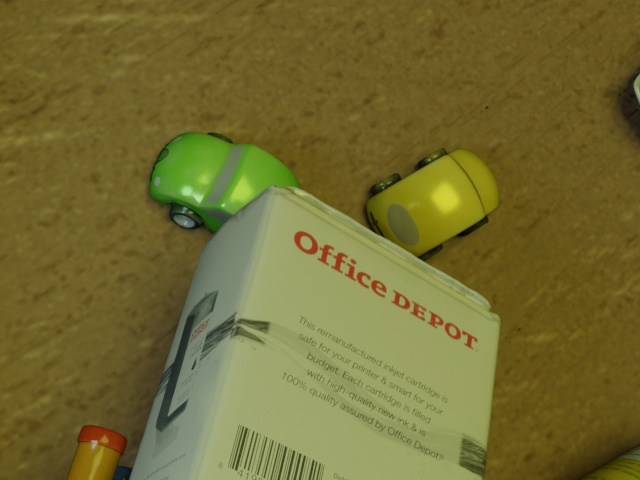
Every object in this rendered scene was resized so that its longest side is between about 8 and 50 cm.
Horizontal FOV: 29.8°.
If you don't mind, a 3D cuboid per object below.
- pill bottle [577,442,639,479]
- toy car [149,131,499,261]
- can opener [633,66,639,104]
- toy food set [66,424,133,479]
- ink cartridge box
[{"bbox_3d":[0.219,0.189,0.758,0.208,0.119,0.119,-22,85,-26],"label":"pill bottle"},{"bbox_3d":[0.000,0.000,0.755,0.225,0.053,0.239,29,66,-13],"label":"toy car"},{"bbox_3d":[0.340,-0.173,0.923,0.076,0.095,0.283,48,64,-5],"label":"can opener"},{"bbox_3d":[-0.056,0.189,0.647,0.232,0.111,0.104,26,65,-21],"label":"toy food set"},{"bbox_3d":[-0.002,0.102,0.606,0.158,0.092,0.218,31,50,-20],"label":"ink cartridge box"}]
